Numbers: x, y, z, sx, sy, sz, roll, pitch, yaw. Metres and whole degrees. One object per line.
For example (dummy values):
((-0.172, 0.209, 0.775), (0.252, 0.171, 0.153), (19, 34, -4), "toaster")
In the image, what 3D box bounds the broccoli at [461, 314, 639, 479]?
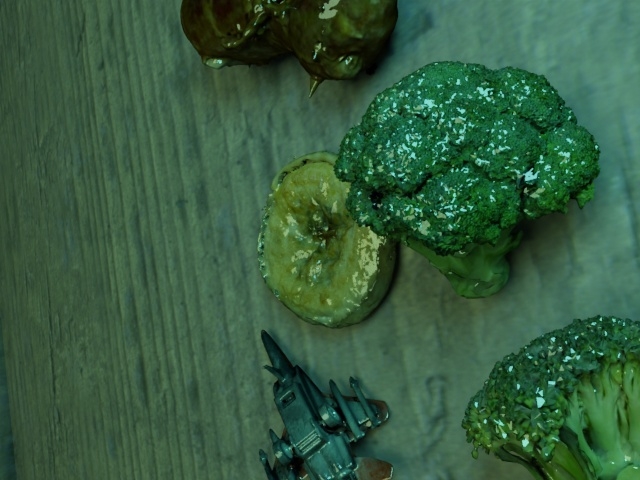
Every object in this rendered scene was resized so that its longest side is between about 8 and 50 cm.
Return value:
((0.245, 0.250, 0.531), (0.252, 0.221, 0.361), (11, 74, 10), "broccoli")

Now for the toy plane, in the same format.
((-0.030, 0.251, 0.903), (0.223, 0.104, 0.326), (-41, 57, 7), "toy plane")

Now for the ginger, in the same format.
((-0.053, -0.319, 0.864), (0.418, 0.176, 0.254), (-4, 82, 38), "ginger")

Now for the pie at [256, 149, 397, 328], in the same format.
((0.000, 0.000, 0.901), (0.274, 0.055, 0.274), (1, 92, 43), "pie")

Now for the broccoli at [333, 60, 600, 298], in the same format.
((0.154, -0.059, 0.648), (0.270, 0.270, 0.270), (12, 132, 43), "broccoli")
